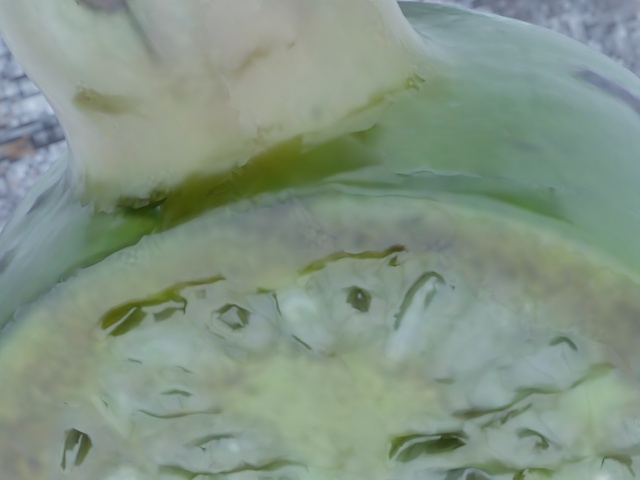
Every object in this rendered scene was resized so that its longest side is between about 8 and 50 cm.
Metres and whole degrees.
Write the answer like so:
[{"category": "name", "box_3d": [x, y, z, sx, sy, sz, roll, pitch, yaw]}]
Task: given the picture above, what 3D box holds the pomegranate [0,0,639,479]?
[{"category": "pomegranate", "box_3d": [-0.006, 0.011, 0.411, 0.241, 0.190, 0.159, 36, -152, -17]}]
